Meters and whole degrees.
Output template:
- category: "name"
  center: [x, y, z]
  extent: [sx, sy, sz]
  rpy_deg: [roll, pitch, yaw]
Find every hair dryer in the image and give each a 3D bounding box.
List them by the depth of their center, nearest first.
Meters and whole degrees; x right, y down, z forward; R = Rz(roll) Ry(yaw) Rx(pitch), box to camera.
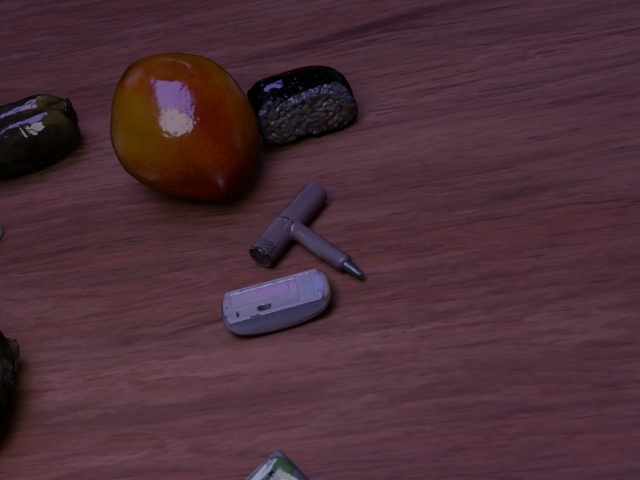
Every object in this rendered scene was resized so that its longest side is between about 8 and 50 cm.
- category: "hair dryer"
  center: [0.009, -0.007, 1.559]
  extent: [0.221, 0.053, 0.195]
  rpy_deg: [20, 56, 29]

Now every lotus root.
- category: "lotus root"
  center: [-0.679, -0.227, 1.884]
  extent: [0.275, 0.160, 0.151]
  rpy_deg: [-18, 70, 0]

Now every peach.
- category: "peach"
  center: [-0.266, -0.228, 1.688]
  extent: [0.289, 0.288, 0.308]
  rpy_deg: [-35, 43, -17]

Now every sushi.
- category: "sushi"
  center: [-0.036, -0.290, 1.780]
  extent: [0.225, 0.136, 0.126]
  rpy_deg: [-19, 48, -12]

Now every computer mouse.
- category: "computer mouse"
  center: [-0.077, 0.109, 1.479]
  extent: [0.199, 0.044, 0.102]
  rpy_deg: [-16, 47, 0]

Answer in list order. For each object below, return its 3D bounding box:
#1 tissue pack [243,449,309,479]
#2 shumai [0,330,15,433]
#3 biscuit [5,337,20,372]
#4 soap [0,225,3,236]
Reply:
- category: "tissue pack"
  center: [-0.023, 0.423, 1.094]
  extent: [0.145, 0.159, 0.229]
  rpy_deg: [-37, 49, -17]
- category: "shumai"
  center: [-0.683, 0.195, 1.281]
  extent: [0.396, 0.348, 0.394]
  rpy_deg: [3, 69, -8]
- category: "biscuit"
  center: [-0.625, 0.220, 1.519]
  extent: [0.183, 0.061, 0.118]
  rpy_deg: [15, 56, 30]
- category: "soap"
  center: [-0.838, 0.005, 1.753]
  extent: [0.290, 0.095, 0.172]
  rpy_deg: [2, 48, 17]
